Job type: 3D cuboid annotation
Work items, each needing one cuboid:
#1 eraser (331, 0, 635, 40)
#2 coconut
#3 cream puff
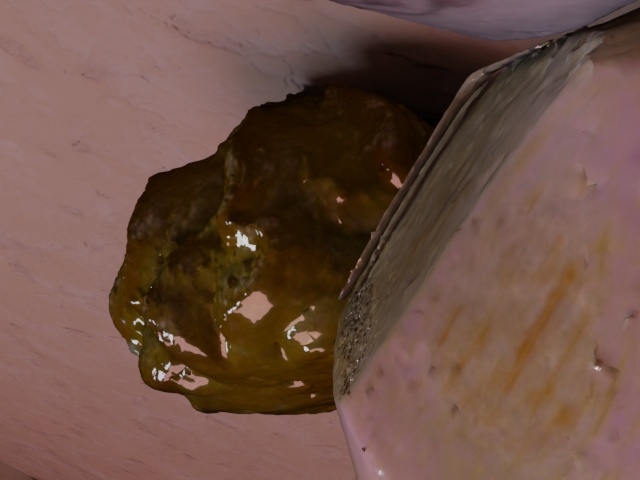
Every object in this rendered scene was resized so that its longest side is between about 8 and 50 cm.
[{"bbox_3d":[-0.029,-0.140,0.467,0.270,0.094,0.174,11,179,-29],"label":"eraser"},{"bbox_3d":[0.167,0.068,0.558,0.353,0.352,0.352,19,159,8],"label":"coconut"},{"bbox_3d":[0.004,0.014,0.783,0.244,0.196,0.244,12,-179,0],"label":"cream puff"}]
